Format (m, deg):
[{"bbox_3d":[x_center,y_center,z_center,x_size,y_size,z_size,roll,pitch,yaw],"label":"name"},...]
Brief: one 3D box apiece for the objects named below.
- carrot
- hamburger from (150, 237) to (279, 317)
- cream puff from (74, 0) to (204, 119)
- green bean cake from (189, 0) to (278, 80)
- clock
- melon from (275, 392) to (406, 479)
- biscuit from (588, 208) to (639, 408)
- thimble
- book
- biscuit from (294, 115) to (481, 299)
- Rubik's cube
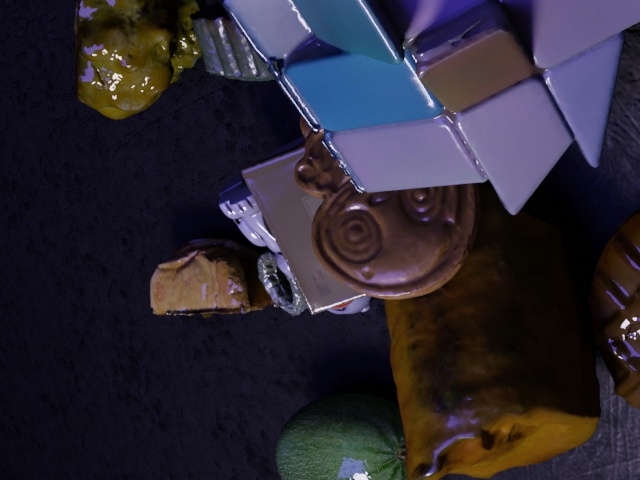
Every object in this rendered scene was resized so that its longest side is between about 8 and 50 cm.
[{"bbox_3d":[0.196,0.115,1.340,0.241,0.242,0.340,-38,48,52],"label":"carrot"},{"bbox_3d":[-0.172,0.060,1.829,0.262,0.124,0.130,-5,93,44],"label":"hamburger"},{"bbox_3d":[-0.259,-0.306,1.636,0.282,0.185,0.281,-178,90,-79],"label":"cream puff"},{"bbox_3d":[-0.042,-0.260,1.407,0.173,0.181,0.094,9,122,41],"label":"green bean cake"},{"bbox_3d":[-0.002,-0.001,1.564,0.189,0.189,0.254,-14,110,51],"label":"clock"},{"bbox_3d":[0.037,0.319,1.716,0.288,0.182,0.182,-11,107,49],"label":"melon"},{"bbox_3d":[0.430,0.061,1.168,0.366,0.115,0.268,-7,109,48],"label":"biscuit"},{"bbox_3d":[-0.043,0.056,1.718,0.084,0.062,0.110,-4,111,49],"label":"thimble"},{"bbox_3d":[0.082,-0.046,1.410,0.310,0.021,0.217,-19,109,20],"label":"book"},{"bbox_3d":[0.068,-0.066,1.310,0.202,0.044,0.288,-28,65,15],"label":"biscuit"},{"bbox_3d":[0.133,-0.233,1.125,0.368,0.358,0.387,-26,126,17],"label":"Rubik's cube"}]
